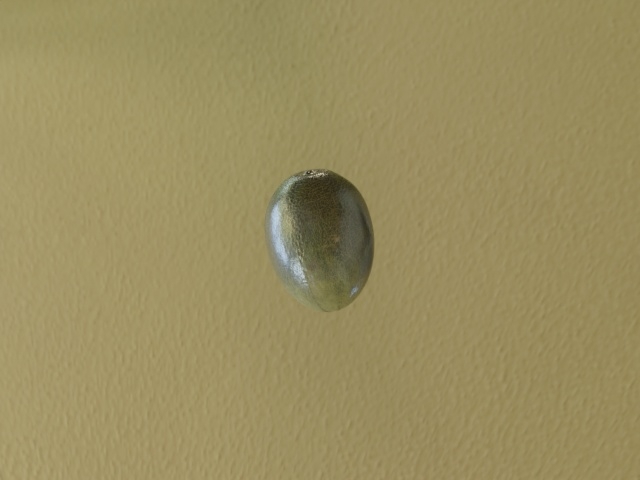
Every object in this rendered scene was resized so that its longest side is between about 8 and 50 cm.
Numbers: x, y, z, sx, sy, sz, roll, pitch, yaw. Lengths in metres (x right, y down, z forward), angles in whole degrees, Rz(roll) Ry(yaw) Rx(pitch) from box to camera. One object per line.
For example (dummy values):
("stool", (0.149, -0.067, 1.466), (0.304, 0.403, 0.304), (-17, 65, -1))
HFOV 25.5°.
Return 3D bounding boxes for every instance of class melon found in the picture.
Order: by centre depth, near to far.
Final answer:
("melon", (0.000, 0.000, 1.256), (0.098, 0.131, 0.098), (-9, -160, 3))
